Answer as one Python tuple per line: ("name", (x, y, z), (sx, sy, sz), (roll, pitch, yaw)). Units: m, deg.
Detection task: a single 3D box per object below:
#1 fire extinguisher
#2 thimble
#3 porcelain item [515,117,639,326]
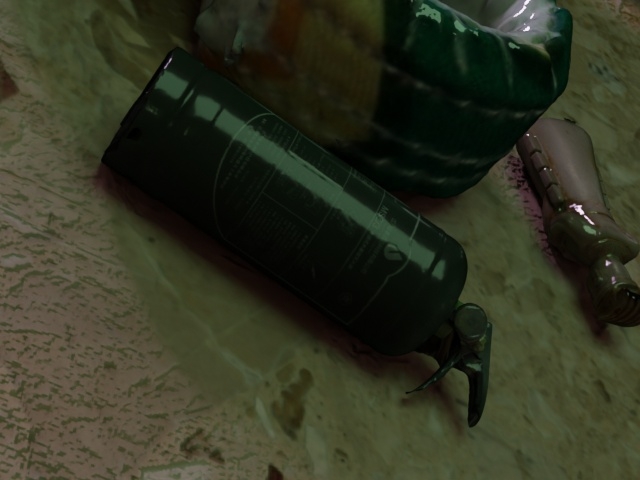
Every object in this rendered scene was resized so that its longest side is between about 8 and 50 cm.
("fire extinguisher", (0.000, 0.000, 1.197), (0.311, 0.095, 0.114), (33, 70, -7))
("thimble", (0.048, -0.168, 1.374), (0.288, 0.167, 0.254), (16, 38, -33))
("porcelain item", (0.220, -0.010, 1.454), (0.084, 0.054, 0.213), (15, 39, -28))
